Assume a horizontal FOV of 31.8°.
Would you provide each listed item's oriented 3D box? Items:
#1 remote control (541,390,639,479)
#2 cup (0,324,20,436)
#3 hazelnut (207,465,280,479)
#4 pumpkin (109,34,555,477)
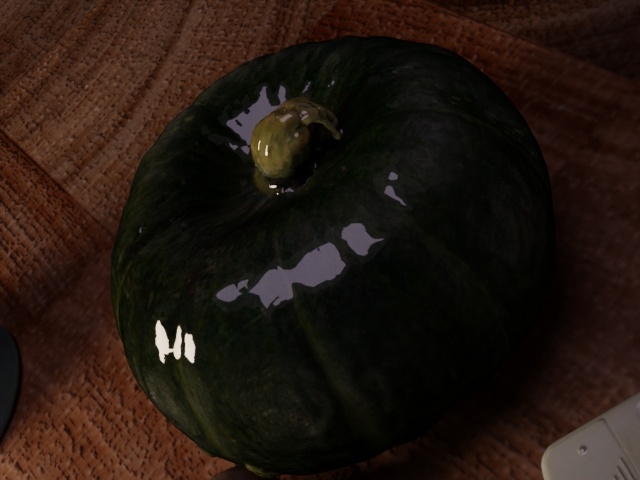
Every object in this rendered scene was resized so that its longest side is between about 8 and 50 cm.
[{"bbox_3d":[0.214,0.107,0.612,0.190,0.029,0.087,-33,43,8],"label":"remote control"},{"bbox_3d":[-0.375,0.117,0.935,0.199,0.150,0.199,-19,48,22],"label":"cup"},{"bbox_3d":[-0.052,0.184,0.706,0.086,0.086,0.086,-19,47,22],"label":"hazelnut"},{"bbox_3d":[0.000,0.000,0.719,0.300,0.207,0.300,-16,47,18],"label":"pumpkin"}]
